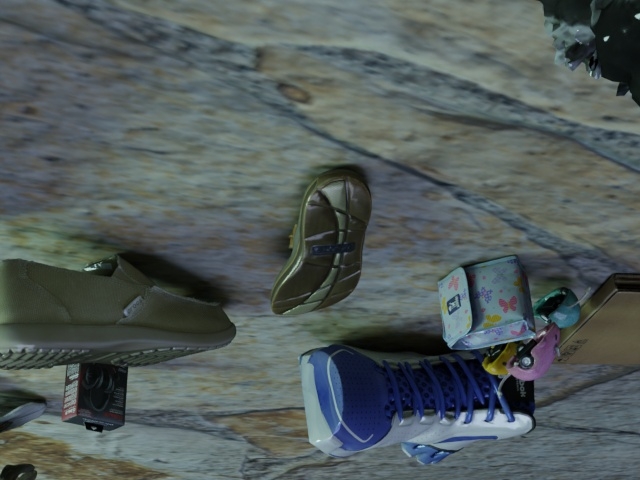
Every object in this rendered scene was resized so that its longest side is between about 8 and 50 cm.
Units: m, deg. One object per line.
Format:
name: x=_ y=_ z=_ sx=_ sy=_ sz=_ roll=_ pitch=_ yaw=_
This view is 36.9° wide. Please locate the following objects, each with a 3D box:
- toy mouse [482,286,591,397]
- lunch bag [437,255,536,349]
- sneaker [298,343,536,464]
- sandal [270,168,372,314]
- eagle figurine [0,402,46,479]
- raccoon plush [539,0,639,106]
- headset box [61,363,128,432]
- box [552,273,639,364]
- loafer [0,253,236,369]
toy mouse: x=0.214 y=0.092 z=0.919 sx=0.031 sy=0.161 sz=0.143 roll=44 pitch=123 yaw=-4
lunch bag: x=0.151 y=0.060 z=0.892 sx=0.083 sy=0.071 sz=0.053 roll=-15 pitch=148 yaw=23
sneaker: x=0.128 y=0.161 z=1.048 sx=0.182 sy=0.127 sz=0.316 roll=-25 pitch=152 yaw=29
sandal: x=0.000 y=0.000 z=0.796 sx=0.072 sy=0.049 sz=0.180 roll=-1 pitch=138 yaw=-15
eagle figurine: x=-0.480 y=0.234 z=1.090 sx=0.298 sy=0.225 sz=0.226 roll=38 pitch=95 yaw=-11
raccoon plush: x=0.290 y=-0.120 z=0.326 sx=0.299 sy=0.216 sz=0.446 roll=29 pitch=142 yaw=-19
headset box: x=-0.245 y=0.167 z=1.043 sx=0.062 sy=0.083 sz=0.032 roll=24 pitch=143 yaw=-39
box: x=0.349 y=0.090 z=1.023 sx=0.165 sy=0.021 sz=0.201 roll=2 pitch=152 yaw=-9
loafer: x=-0.176 y=0.060 z=0.846 sx=0.102 sy=0.092 sz=0.269 roll=-17 pitch=166 yaw=32
